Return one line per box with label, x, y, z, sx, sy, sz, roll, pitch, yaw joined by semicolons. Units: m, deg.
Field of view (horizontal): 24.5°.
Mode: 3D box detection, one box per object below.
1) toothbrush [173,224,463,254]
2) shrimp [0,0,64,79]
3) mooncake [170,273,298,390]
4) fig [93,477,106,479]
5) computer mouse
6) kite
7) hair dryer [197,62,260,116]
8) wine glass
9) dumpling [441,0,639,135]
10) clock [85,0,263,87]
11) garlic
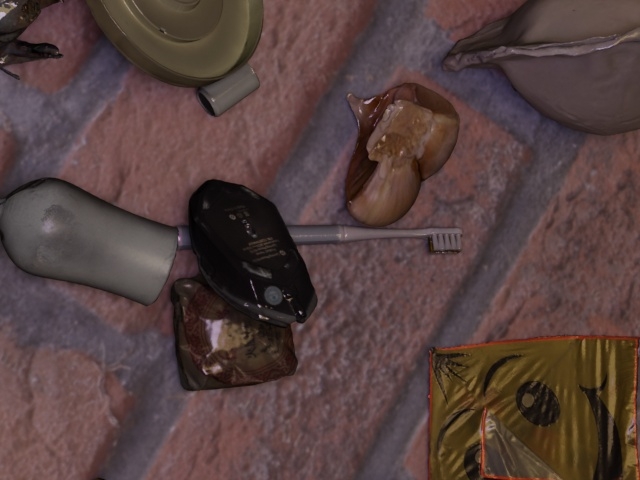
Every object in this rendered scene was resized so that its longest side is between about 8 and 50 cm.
toothbrush;0.000;-0.002;1.623;0.342;0.025;0.030;1;68;-18
shrimp;-0.351;-0.202;1.464;0.372;0.137;0.172;-12;129;-11
mooncake;-0.091;0.094;1.567;0.130;0.073;0.125;-7;90;-20
fig;-0.252;0.279;1.523;0.050;0.050;0.083;44;67;-13
computer mouse;-0.079;0.018;1.529;0.106;0.062;0.192;-12;60;-41
kite;0.239;0.233;1.707;0.327;0.013;0.377;43;77;-12
hair dryer;-0.124;-0.199;1.584;0.063;0.038;0.124;-37;93;-17
wine glass;-0.265;-0.010;1.495;0.231;0.103;0.103;19;83;-21
dumpling;0.331;-0.203;1.614;0.341;0.260;0.181;24;88;-12
clock;-0.152;-0.272;1.514;0.235;0.029;0.235;20;61;-41
garlic;0.081;-0.098;1.623;0.124;0.099;0.174;36;82;-34
